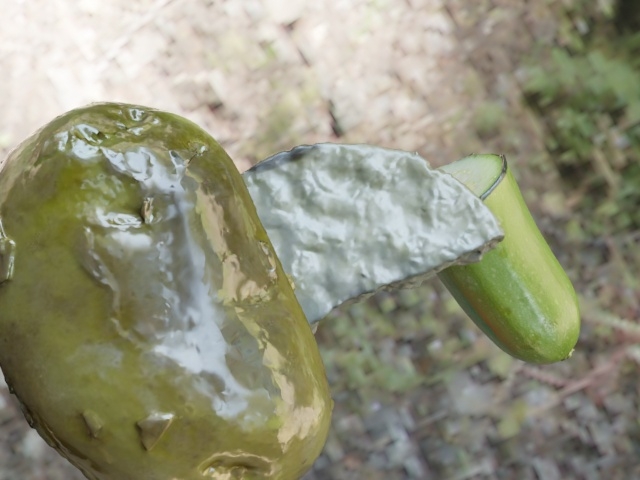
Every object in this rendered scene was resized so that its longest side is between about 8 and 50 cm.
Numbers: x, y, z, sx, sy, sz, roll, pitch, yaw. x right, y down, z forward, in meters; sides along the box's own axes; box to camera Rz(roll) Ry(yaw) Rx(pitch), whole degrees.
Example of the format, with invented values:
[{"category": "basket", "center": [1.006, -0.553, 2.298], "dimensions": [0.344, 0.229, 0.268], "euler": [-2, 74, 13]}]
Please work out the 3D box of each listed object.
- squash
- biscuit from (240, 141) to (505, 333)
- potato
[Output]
[{"category": "squash", "center": [0.142, 0.028, 1.499], "dimensions": [0.188, 0.095, 0.095], "euler": [58, 32, -27]}, {"category": "biscuit", "center": [-0.005, -0.001, 1.350], "dimensions": [0.133, 0.250, 0.032], "euler": [62, -10, 10]}, {"category": "potato", "center": [-0.061, 0.025, 0.860], "dimensions": [0.164, 0.081, 0.200], "euler": [-28, 90, -43]}]
